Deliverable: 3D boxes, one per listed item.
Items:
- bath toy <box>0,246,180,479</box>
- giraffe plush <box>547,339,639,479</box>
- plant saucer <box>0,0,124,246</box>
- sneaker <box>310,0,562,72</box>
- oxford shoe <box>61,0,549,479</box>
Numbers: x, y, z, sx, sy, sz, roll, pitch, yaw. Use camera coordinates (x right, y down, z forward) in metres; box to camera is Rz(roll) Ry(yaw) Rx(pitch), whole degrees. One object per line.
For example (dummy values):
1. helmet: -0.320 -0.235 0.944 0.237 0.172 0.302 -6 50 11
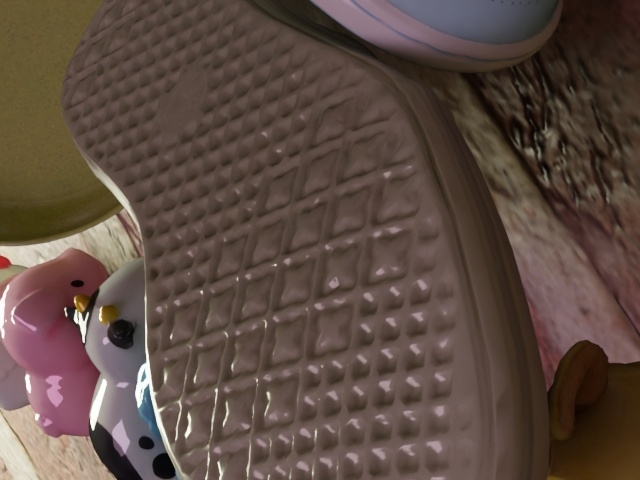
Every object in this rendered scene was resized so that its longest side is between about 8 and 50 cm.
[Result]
1. bath toy: -0.163 0.073 1.108 0.348 0.129 0.151 12 90 50
2. giraffe plush: 0.152 0.067 0.608 0.210 0.170 0.181 -1 114 55
3. plant saucer: -0.173 -0.117 0.931 0.241 0.241 0.037 59 -169 2
4. sneaker: 0.022 -0.227 0.602 0.319 0.127 0.208 58 150 3
5. oxford shoe: 0.000 0.000 0.703 0.130 0.169 0.449 34 -167 -31
